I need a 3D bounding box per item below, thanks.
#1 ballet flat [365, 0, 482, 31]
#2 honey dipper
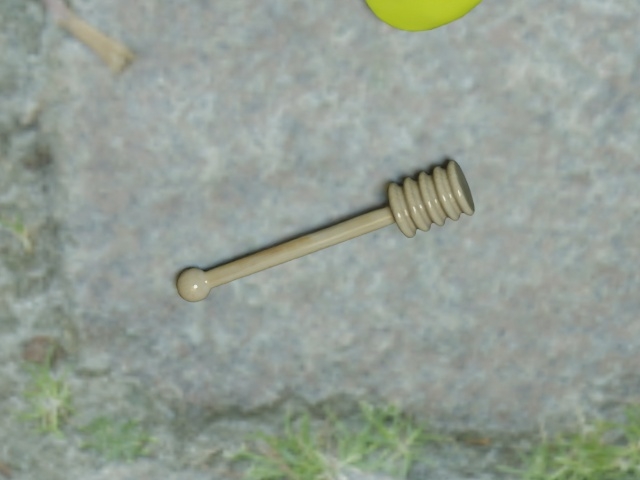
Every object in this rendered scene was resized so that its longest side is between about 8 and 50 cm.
[{"bbox_3d":[0.095,-0.181,0.824,0.077,0.077,0.231,37,111,-13],"label":"ballet flat"},{"bbox_3d":[0.000,0.000,0.940,0.160,0.030,0.030,-20,113,15],"label":"honey dipper"}]
